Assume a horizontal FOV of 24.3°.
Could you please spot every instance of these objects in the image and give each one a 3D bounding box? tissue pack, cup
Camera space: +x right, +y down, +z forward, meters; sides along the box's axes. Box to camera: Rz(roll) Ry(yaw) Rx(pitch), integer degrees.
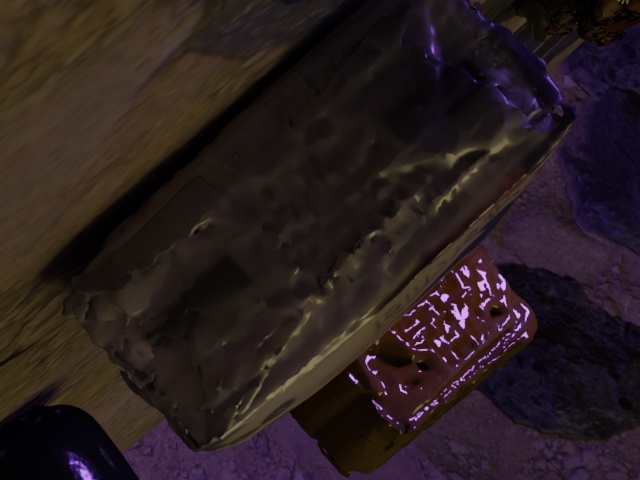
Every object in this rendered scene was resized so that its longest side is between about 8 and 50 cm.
[{"bbox_3d":[0.000,0.000,0.818,0.242,0.125,0.343,-42,177,-4],"label":"tissue pack"},{"bbox_3d":[-0.214,0.240,1.071,0.223,0.176,0.169,-42,180,-2],"label":"cup"}]

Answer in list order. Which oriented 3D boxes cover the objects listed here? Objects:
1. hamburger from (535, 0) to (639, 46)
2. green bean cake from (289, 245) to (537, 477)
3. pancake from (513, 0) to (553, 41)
[{"bbox_3d":[0.227,-0.213,0.913,0.231,0.107,0.231,-44,-179,1],"label":"hamburger"},{"bbox_3d":[0.043,0.054,1.248,0.230,0.224,0.131,-35,173,-41],"label":"green bean cake"},{"bbox_3d":[0.311,-0.298,1.286,0.376,0.054,0.197,-39,175,-18],"label":"pancake"}]
